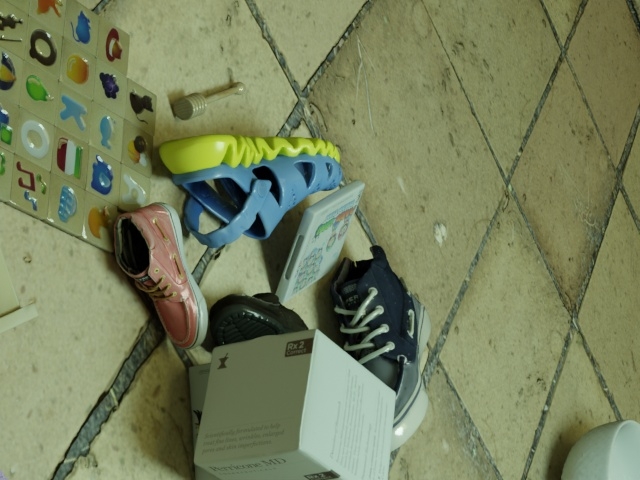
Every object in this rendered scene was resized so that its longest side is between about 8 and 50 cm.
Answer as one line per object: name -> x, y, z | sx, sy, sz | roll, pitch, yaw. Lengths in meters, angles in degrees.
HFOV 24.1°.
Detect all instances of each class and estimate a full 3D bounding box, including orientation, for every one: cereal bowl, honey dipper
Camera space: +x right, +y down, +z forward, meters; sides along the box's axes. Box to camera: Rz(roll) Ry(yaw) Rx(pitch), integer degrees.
cereal bowl -> 0.509, 0.492, 2.641 | 0.339, 0.141, 0.338 | 27, 57, -52
honey dipper -> -0.139, -0.184, 1.937 | 0.161, 0.030, 0.030 | -32, 106, -62

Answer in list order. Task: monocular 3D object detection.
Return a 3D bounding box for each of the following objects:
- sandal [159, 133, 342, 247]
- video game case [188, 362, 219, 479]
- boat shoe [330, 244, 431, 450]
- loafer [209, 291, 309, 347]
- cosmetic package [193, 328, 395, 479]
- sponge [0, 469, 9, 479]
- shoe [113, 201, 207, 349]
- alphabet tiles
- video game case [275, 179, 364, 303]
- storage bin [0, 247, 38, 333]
sandal -> -0.084, -0.065, 1.905 | 0.317, 0.126, 0.138 | -6, 91, -52
video game case -> -0.057, 0.283, 1.860 | 0.269, 0.061, 0.244 | 16, 64, -56
boat shoe -> 0.064, 0.143, 2.045 | 0.158, 0.127, 0.340 | 57, 19, -21
loafer -> -0.082, 0.104, 1.888 | 0.220, 0.080, 0.078 | 35, 26, -61
cosmetic package -> -0.026, 0.215, 1.730 | 0.184, 0.151, 0.151 | 40, 47, -43
sponge -> -0.341, 0.260, 1.427 | 0.210, 0.031, 0.117 | 60, 35, -28
shoe -> -0.188, 0.047, 1.726 | 0.081, 0.064, 0.178 | -20, 97, -60
alphabet tiles -> -0.298, -0.153, 1.676 | 0.342, 0.011, 0.285 | 30, 54, -51
video game case -> 0.000, 0.000, 2.020 | 0.157, 0.019, 0.143 | -33, 147, -58
storage bin -> -0.414, 0.059, 1.157 | 0.262, 0.260, 0.123 | -30, 105, -58
